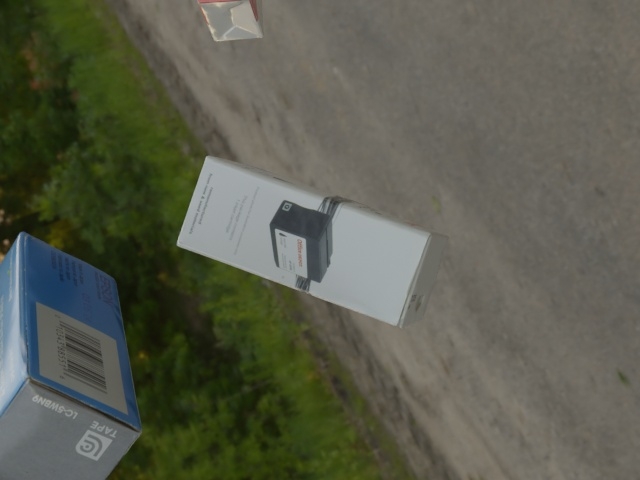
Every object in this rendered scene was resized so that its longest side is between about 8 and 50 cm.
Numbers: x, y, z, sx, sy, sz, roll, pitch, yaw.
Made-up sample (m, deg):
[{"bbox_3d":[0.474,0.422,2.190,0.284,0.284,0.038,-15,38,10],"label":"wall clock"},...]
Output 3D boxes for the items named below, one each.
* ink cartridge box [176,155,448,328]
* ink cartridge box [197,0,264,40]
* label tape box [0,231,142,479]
[{"bbox_3d":[0.000,0.000,1.363,0.223,0.307,0.129,5,-75,-77],"label":"ink cartridge box"},{"bbox_3d":[-0.110,-0.357,1.242,0.115,0.067,0.198,69,-163,-78],"label":"ink cartridge box"},{"bbox_3d":[-0.294,0.191,0.859,0.106,0.333,0.240,31,-166,-27],"label":"label tape box"}]
